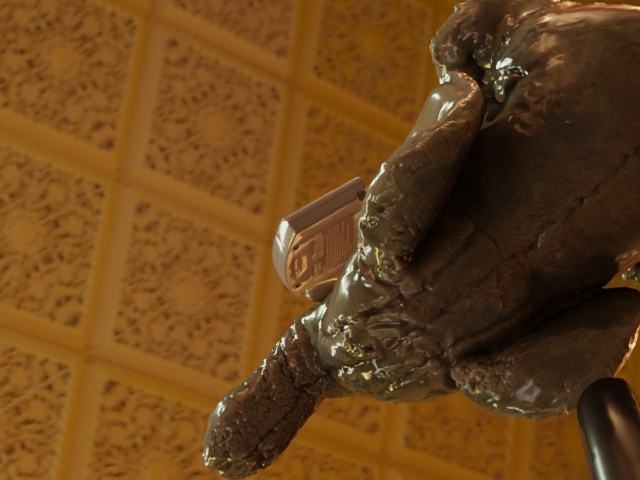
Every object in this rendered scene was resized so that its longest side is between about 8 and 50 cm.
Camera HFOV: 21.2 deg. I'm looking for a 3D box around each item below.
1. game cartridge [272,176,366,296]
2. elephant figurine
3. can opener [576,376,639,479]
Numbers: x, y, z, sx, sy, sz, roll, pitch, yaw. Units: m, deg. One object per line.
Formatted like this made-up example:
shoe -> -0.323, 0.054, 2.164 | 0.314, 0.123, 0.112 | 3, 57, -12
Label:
game cartridge -> 0.000, 0.000, 0.933 | 0.056, 0.083, 0.017 | -33, -112, -16
elephant figurine -> 0.072, 0.009, 0.739 | 0.239, 0.169, 0.186 | -45, -32, -28
can opener -> 0.120, 0.106, 0.587 | 0.186, 0.073, 0.059 | -100, -11, -71
